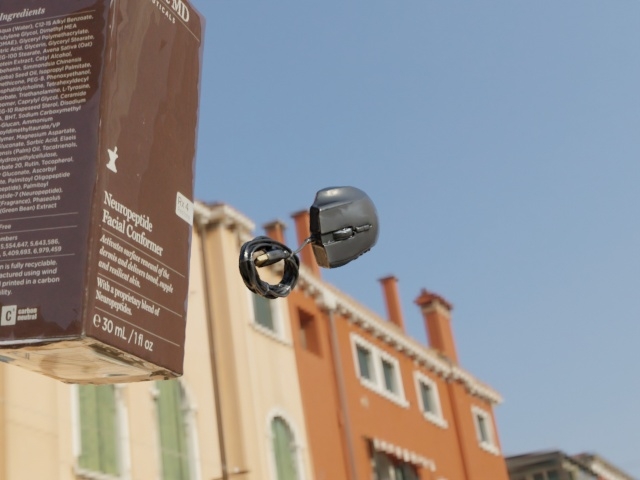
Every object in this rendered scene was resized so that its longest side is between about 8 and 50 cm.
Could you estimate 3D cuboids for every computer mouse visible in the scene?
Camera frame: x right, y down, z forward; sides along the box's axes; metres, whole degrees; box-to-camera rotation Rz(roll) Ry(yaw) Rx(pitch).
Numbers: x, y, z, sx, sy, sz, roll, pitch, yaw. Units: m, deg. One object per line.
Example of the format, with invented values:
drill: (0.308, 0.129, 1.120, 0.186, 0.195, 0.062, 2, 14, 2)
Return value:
computer mouse: (0.000, 0.000, 0.979, 0.041, 0.071, 0.242, -2, 14, 25)

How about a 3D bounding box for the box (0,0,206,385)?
box: (-0.211, -0.070, 1.047, 0.143, 0.381, 0.191, -6, -18, 19)
